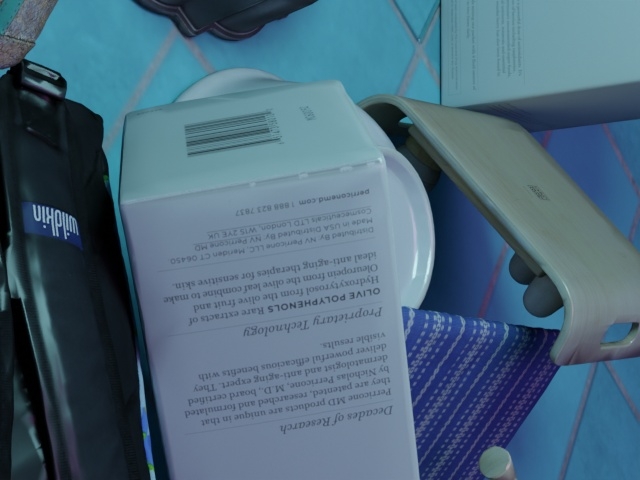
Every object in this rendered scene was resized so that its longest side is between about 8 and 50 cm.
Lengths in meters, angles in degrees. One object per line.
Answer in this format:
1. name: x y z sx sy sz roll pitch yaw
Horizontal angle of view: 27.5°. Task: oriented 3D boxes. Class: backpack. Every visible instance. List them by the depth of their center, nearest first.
1. backpack: -0.214 0.100 0.661 0.290 0.273 0.355 11 47 -56

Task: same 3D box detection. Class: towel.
1. towel: 0.069 0.160 1.097 0.336 0.040 0.243 12 115 -53

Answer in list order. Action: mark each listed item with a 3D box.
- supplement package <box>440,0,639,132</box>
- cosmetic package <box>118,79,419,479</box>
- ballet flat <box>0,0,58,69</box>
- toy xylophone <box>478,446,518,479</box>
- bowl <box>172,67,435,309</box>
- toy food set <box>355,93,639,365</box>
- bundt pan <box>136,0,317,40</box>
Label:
1. supplement package: 0.290 -0.219 1.325 0.175 0.293 0.177 9 80 -52
2. cosmetic package: -0.027 0.103 0.838 0.197 0.155 0.365 -110 -170 -67
3. ballet flat: -0.196 -0.221 0.701 0.107 0.106 0.316 16 37 -50
4. toy xylophone: 0.109 0.310 1.136 0.236 0.081 0.323 -52 138 -19
5. bowl: 0.000 0.000 1.048 0.298 0.134 0.298 9 78 -53
6. toy food set: 0.172 -0.011 1.198 0.219 0.092 0.306 3 43 -53
7. bundt pan: -0.053 -0.327 1.021 0.331 0.124 0.331 7 82 -52
